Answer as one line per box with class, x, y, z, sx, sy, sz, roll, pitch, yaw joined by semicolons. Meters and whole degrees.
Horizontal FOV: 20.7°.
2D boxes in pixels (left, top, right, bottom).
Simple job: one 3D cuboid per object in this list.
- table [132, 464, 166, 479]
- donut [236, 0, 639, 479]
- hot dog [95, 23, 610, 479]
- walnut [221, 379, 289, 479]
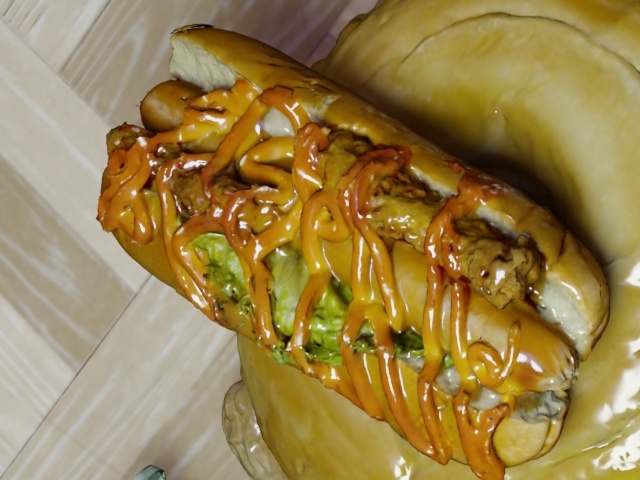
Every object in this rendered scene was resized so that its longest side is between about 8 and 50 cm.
table;-0.066;0.274;1.212;0.198;0.166;0.166;25;100;17
donut;0.131;0.015;1.071;0.449;0.198;0.449;-6;79;36
hot dog;0.000;0.000;0.975;0.349;0.117;0.158;34;105;35
walnut;-0.027;0.130;1.232;0.079;0.082;0.096;-24;83;-8
